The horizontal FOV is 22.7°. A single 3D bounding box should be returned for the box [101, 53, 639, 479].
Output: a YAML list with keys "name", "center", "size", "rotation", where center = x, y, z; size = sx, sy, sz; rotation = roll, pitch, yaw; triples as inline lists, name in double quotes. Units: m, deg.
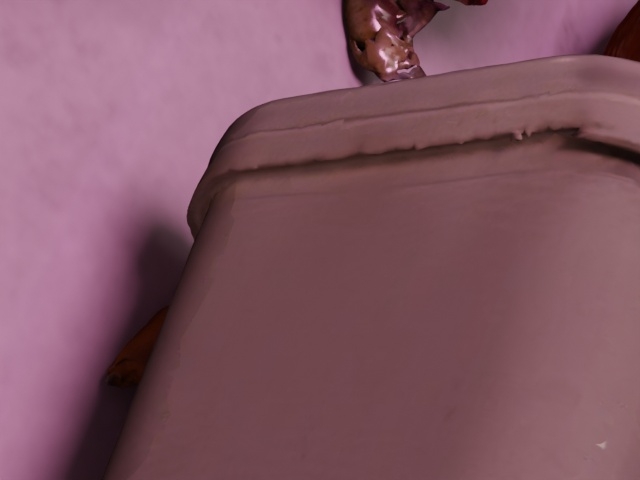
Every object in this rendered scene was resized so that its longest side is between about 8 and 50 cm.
- name: "box"
  center: [0.065, 0.189, 0.459]
  size: [0.352, 0.177, 0.343]
  rotation: [50, 47, -38]

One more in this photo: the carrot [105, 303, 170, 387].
- name: "carrot"
  center: [0.000, 0.000, 0.573]
  size: [0.216, 0.048, 0.048]
  rotation: [-36, 106, -41]

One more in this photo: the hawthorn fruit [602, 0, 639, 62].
- name: "hawthorn fruit"
  center: [0.254, -0.079, 0.736]
  size: [0.242, 0.242, 0.271]
  rotation: [46, 48, -29]

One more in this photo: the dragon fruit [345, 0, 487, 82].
- name: "dragon fruit"
  center: [0.073, -0.204, 0.591]
  size: [0.282, 0.211, 0.147]
  rotation: [-52, 132, -1]
